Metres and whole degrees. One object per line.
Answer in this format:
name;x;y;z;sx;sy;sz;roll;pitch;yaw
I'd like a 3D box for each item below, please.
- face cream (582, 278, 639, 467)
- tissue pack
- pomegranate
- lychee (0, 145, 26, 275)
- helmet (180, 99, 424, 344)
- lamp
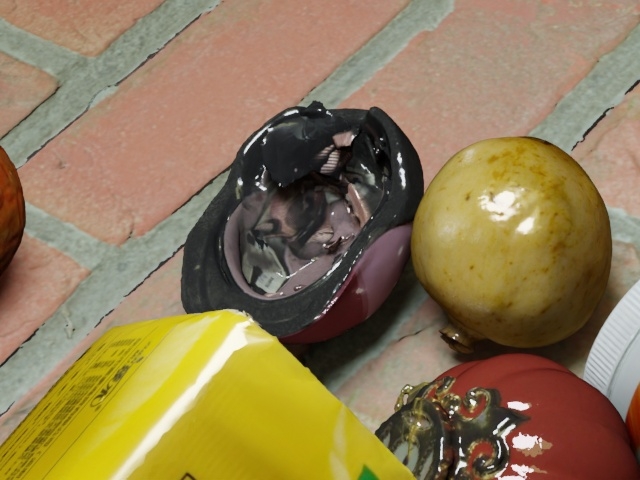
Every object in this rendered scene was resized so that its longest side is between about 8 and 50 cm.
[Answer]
face cream;0.328;0.124;1.304;0.201;0.201;0.187;-29;47;-16
tissue pack;-0.149;0.254;1.174;0.382;0.228;0.293;-52;15;-21
pomegranate;0.157;0.011;1.479;0.196;0.196;0.196;-7;45;7
lychee;-0.392;-0.015;1.594;0.255;0.255;0.300;-25;72;-11
helmet;0.000;0.000;1.548;0.198;0.154;0.253;2;64;30
lamp;0.136;0.196;1.285;0.227;0.227;0.227;-7;45;7
